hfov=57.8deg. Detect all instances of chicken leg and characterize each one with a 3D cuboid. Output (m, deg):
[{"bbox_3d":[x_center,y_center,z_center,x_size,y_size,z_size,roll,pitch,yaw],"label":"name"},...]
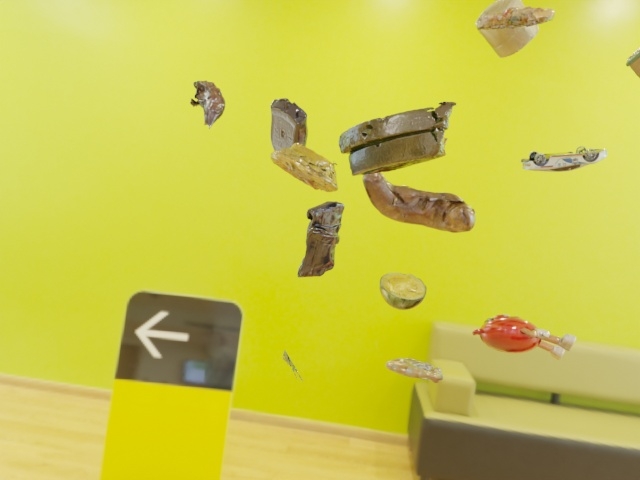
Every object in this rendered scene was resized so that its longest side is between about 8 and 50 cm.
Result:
[{"bbox_3d":[-0.346,-0.430,1.794,0.063,0.105,0.234,20,23,-40],"label":"chicken leg"}]

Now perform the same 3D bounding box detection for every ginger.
[{"bbox_3d":[0.254,-0.093,1.523,0.309,0.107,0.133,16,-6,12],"label":"ginger"}]

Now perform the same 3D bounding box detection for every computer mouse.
[{"bbox_3d":[-0.101,-0.380,1.987,0.147,0.264,0.088,34,58,22],"label":"computer mouse"}]

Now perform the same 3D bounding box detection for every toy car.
[{"bbox_3d":[0.607,-0.201,1.447,0.205,0.056,0.095,-4,11,10],"label":"toy car"}]

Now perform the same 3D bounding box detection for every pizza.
[{"bbox_3d":[0.498,-0.576,1.497,0.195,0.052,0.185,4,22,33],"label":"pizza"}]

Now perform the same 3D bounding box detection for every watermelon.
[{"bbox_3d":[0.177,0.117,1.282,0.105,0.062,0.105,10,31,-6],"label":"watermelon"}]

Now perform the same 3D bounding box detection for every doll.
[{"bbox_3d":[0.463,0.223,1.346,0.217,0.085,0.183,9,-20,12],"label":"doll"}]

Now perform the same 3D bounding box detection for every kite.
[{"bbox_3d":[-0.066,0.282,1.319,0.004,0.122,0.090,-31,41,0],"label":"kite"}]

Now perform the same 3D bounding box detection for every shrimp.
[{"bbox_3d":[0.322,0.413,1.840,0.254,0.059,0.145,20,-12,-29],"label":"shrimp"}]

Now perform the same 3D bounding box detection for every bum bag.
[{"bbox_3d":[0.000,0.000,1.622,0.123,0.248,0.060,-14,46,-34],"label":"bum bag"}]

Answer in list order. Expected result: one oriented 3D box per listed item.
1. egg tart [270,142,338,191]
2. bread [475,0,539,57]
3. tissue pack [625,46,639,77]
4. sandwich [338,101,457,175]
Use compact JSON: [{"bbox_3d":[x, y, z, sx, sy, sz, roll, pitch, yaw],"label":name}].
[{"bbox_3d":[-0.019,-0.119,0.944,0.130,0.052,0.130,28,-1,1],"label":"egg tart"},{"bbox_3d":[0.582,-0.670,1.816,0.141,0.134,0.148,44,-28,-19],"label":"bread"},{"bbox_3d":[0.939,-0.519,1.471,0.134,0.192,0.271,46,-3,5],"label":"tissue pack"},{"bbox_3d":[0.180,-0.213,1.298,0.292,0.109,0.212,-7,-4,23],"label":"sandwich"}]
